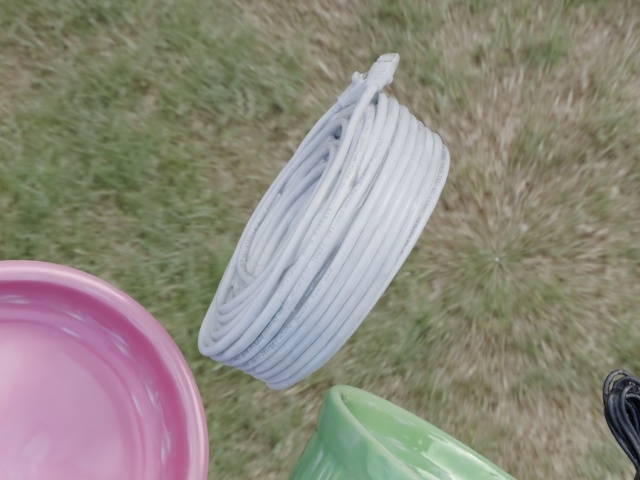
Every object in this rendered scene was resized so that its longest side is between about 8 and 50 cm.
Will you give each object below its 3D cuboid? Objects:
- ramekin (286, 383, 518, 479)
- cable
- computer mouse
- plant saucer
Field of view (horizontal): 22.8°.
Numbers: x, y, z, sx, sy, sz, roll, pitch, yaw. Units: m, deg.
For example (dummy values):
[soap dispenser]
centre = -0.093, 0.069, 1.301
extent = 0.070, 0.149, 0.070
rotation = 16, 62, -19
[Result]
[ramekin]
centre = 0.094, 0.255, 1.215
extent = 0.303, 0.303, 0.148
rotation = 34, 94, 6
[cable]
centre = 0.000, 0.000, 1.294
extent = 0.089, 0.257, 0.257
rotation = 33, 128, -12
[computer mouse]
centre = 0.357, 0.166, 1.323
extent = 0.262, 0.060, 0.184
rotation = -16, 90, -35
[plant saucer]
centre = -0.266, 0.185, 1.406
extent = 0.332, 0.084, 0.332
rotation = 7, 73, -24
